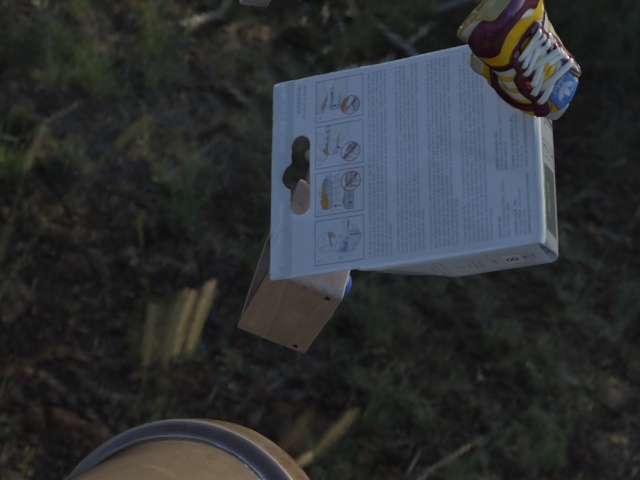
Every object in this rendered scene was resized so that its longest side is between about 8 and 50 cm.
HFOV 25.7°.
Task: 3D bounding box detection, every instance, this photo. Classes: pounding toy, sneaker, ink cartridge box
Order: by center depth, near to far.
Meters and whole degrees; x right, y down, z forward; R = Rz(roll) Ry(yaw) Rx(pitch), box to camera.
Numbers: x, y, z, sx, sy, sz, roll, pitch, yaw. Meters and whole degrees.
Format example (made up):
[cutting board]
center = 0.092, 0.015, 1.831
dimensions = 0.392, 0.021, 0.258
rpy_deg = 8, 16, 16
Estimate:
[sneaker]
center = 0.152, -0.136, 1.012
dimensions = 0.084, 0.069, 0.185
rpy_deg = 43, 5, 11
[ink cartridge box]
center = 0.075, -0.061, 1.159
dimensions = 0.066, 0.232, 0.189
rpy_deg = 34, 51, -55
[pounding toy]
center = 0.004, -0.010, 1.496
dimensions = 0.094, 0.206, 0.181
rpy_deg = 22, 54, -7

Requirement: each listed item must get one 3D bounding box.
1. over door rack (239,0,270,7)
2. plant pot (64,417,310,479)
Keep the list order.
[over door rack]
center = -0.101, -0.289, 0.871
dimensions = 0.239, 0.324, 0.108
rpy_deg = 6, 63, -19
[plant pot]
center = -0.134, 0.265, 1.090
dimensions = 0.263, 0.263, 0.229
rpy_deg = 36, 0, 17
